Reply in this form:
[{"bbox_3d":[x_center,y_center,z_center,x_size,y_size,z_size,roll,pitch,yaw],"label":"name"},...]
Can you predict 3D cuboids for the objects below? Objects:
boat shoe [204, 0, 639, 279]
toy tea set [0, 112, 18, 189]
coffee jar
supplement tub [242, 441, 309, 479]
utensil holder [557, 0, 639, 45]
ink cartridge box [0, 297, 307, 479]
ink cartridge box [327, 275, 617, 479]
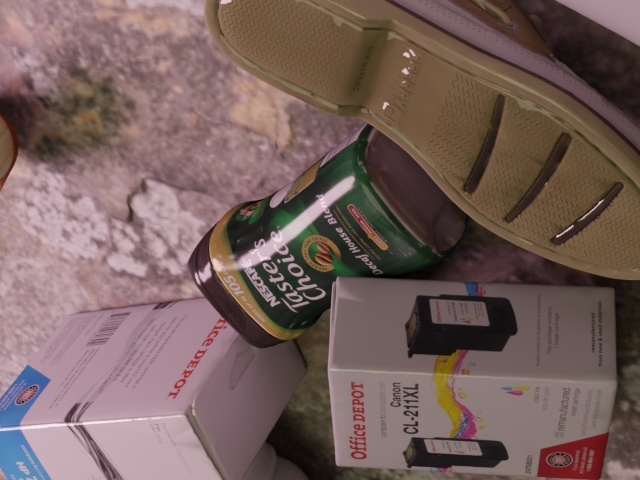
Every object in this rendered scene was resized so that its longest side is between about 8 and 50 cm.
[{"bbox_3d":[0.087,-0.095,0.937,0.302,0.103,0.113,33,137,1],"label":"boat shoe"},{"bbox_3d":[-0.374,-0.096,1.125,0.336,0.124,0.200,1,111,10],"label":"toy tea set"},{"bbox_3d":[0.000,0.000,1.072,0.184,0.079,0.096,-31,106,40],"label":"coffee jar"},{"bbox_3d":[-0.047,0.253,1.241,0.144,0.144,0.200,-16,115,36],"label":"supplement tub"},{"bbox_3d":[0.091,-0.278,0.653,0.385,0.327,0.328,32,132,2],"label":"utensil holder"},{"bbox_3d":[-0.126,0.113,1.181,0.190,0.140,0.082,-6,122,31],"label":"ink cartridge box"},{"bbox_3d":[0.094,0.089,1.041,0.175,0.072,0.127,2,144,5],"label":"ink cartridge box"}]
